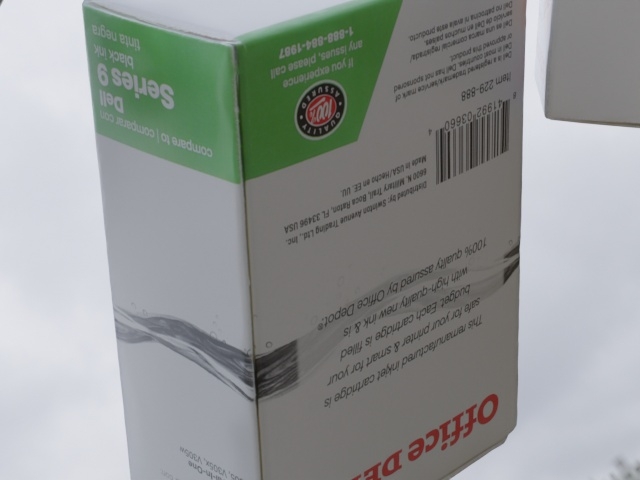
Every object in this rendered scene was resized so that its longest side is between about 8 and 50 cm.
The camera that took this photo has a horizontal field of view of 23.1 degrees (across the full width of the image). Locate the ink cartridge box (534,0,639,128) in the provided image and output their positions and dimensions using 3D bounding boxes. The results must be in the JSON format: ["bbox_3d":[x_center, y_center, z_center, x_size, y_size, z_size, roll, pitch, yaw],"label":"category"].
[{"bbox_3d":[0.207,-0.184,0.837,0.171,0.168,0.233,-67,-20,-74],"label":"ink cartridge box"}]

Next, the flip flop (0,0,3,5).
[{"bbox_3d":[-0.225,-0.060,0.747,0.277,0.112,0.080,-56,-15,5],"label":"flip flop"}]

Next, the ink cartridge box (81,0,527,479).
[{"bbox_3d":[0.000,0.000,0.824,0.211,0.121,0.289,-24,-58,-41],"label":"ink cartridge box"}]
